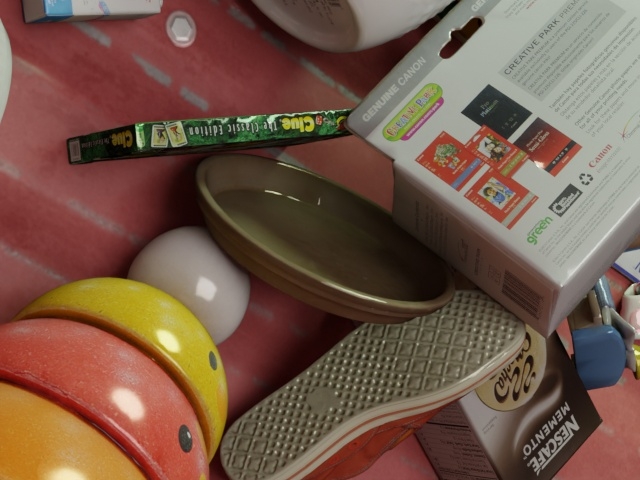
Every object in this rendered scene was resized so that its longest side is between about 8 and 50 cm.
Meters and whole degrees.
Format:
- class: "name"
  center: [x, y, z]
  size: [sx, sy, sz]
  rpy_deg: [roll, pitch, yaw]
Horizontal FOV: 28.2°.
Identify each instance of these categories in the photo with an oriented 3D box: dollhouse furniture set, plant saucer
- class: "dollhouse furniture set"
  center: [0.357, -0.022, 1.464]
  size: [0.303, 0.198, 0.286]
  rpy_deg: [69, 12, -54]
- class: "plant saucer"
  center: [0.000, 0.000, 1.235]
  size: [0.277, 0.278, 0.041]
  rpy_deg: [12, 114, -36]

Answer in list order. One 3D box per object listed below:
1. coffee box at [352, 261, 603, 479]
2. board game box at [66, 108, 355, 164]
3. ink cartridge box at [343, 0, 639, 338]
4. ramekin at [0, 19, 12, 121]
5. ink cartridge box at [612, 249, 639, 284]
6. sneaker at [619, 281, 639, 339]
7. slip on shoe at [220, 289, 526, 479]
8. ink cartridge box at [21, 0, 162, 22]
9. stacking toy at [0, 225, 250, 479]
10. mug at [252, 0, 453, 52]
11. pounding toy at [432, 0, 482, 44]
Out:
- class: "coffee box"
  center: [0.170, 0.132, 1.419]
  size: [0.168, 0.119, 0.297]
  rpy_deg: [-41, 111, -31]
- class: "board game box"
  center: [-0.096, -0.101, 1.222]
  size: [0.259, 0.136, 0.030]
  rpy_deg: [-8, 95, -37]
- class: "ink cartridge box"
  center: [0.220, -0.113, 1.266]
  size: [0.272, 0.130, 0.309]
  rpy_deg: [39, 73, 19]
- class: "ramekin"
  center: [-0.336, -0.122, 1.005]
  size: [0.109, 0.207, 0.207]
  rpy_deg: [22, 75, -44]
- class: "ink cartridge box"
  center: [0.431, -0.116, 1.634]
  size: [0.303, 0.072, 0.307]
  rpy_deg: [32, 101, -32]
- class: "sneaker"
  center: [0.445, 0.087, 1.672]
  size: [0.134, 0.051, 0.070]
  rpy_deg: [-6, 96, -33]
- class: "slip on shoe"
  center: [0.057, 0.158, 1.275]
  size: [0.331, 0.123, 0.101]
  rpy_deg: [-32, 143, 0]
- class: "ink cartridge box"
  center: [-0.217, -0.251, 1.190]
  size: [0.122, 0.052, 0.089]
  rpy_deg: [-9, 93, -36]
- class: "stacking toy"
  center: [-0.192, 0.143, 1.075]
  size: [0.351, 0.350, 0.480]
  rpy_deg: [53, 43, -22]
- class: "mug"
  center: [0.048, -0.389, 1.238]
  size: [0.328, 0.276, 0.374]
  rpy_deg: [-53, 140, -18]
- class: "pounding toy"
  center: [0.237, -0.271, 1.438]
  size: [0.181, 0.206, 0.094]
  rpy_deg: [34, 68, -31]
